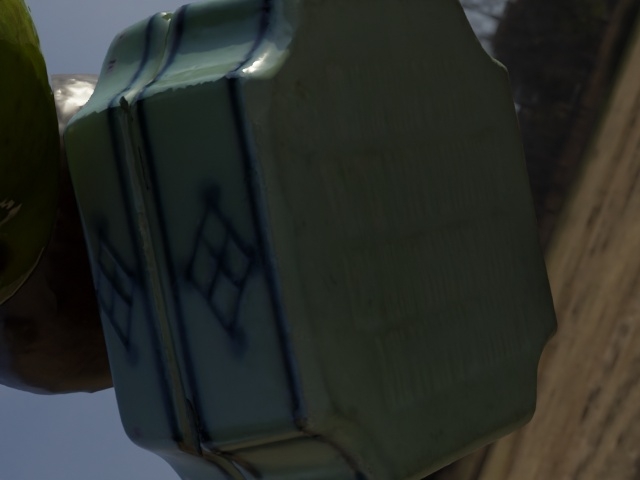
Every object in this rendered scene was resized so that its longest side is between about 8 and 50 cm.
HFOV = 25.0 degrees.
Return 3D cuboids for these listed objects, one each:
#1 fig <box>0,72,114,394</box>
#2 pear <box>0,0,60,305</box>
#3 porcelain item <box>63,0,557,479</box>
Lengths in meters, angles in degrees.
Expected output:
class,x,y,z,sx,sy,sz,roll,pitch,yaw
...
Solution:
class,x,y,z,sx,sy,sz,roll,pitch,yaw
fig,-0.207,-0.024,0.999,0.217,0.321,0.217,-14,-67,-35
pear,-0.246,-0.088,0.684,0.238,0.318,0.342,-50,27,-18
porcelain item,0.000,0.000,0.837,0.286,0.157,0.281,-15,-85,-55
